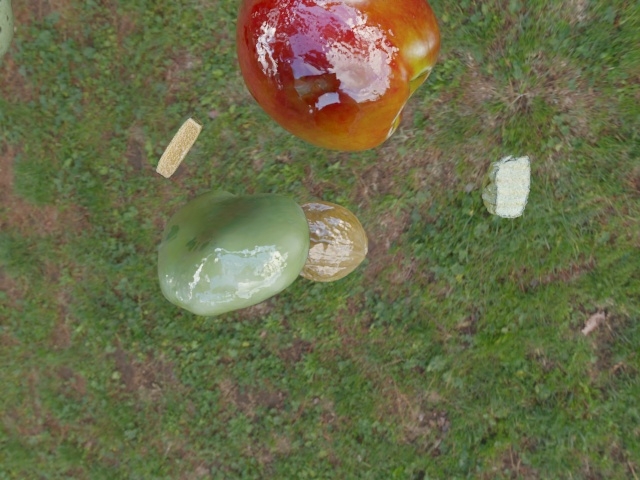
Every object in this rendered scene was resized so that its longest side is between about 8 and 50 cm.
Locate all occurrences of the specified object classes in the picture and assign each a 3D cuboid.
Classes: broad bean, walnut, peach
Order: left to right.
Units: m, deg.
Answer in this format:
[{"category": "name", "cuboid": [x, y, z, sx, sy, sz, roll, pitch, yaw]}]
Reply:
[{"category": "broad bean", "cuboid": [-0.102, 0.009, 0.603, 0.228, 0.169, 0.100, -5, 124, 49]}, {"category": "walnut", "cuboid": [0.000, 0.000, 0.731, 0.125, 0.105, 0.105, 9, 107, 7]}, {"category": "peach", "cuboid": [0.006, -0.255, 0.745, 0.275, 0.245, 0.248, 29, 109, 10]}]

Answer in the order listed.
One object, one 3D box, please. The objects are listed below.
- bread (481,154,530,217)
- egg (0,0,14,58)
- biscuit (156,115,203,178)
[{"category": "bread", "cuboid": [0.455, -0.141, 1.404, 0.103, 0.110, 0.156, 3, 104, -7]}, {"category": "egg", "cuboid": [-0.694, -0.447, 1.098, 0.177, 0.177, 0.228, 32, 115, 9]}, {"category": "biscuit", "cuboid": [-0.379, -0.252, 1.521, 0.052, 0.056, 0.188, 36, 113, -13]}]
